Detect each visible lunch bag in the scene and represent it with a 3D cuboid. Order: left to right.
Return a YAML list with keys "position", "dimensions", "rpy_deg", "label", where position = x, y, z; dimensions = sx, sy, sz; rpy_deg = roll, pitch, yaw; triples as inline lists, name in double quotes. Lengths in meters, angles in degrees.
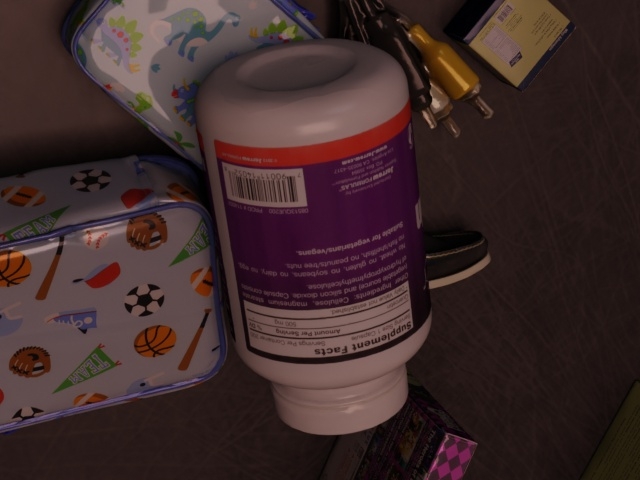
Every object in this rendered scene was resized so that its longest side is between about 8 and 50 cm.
- position: [-0.238, 0.057, 1.484]
  dimensions: [0.303, 0.115, 0.243]
  rpy_deg: [-11, 128, -12]
  label: "lunch bag"
- position: [-0.104, -0.172, 1.479]
  dimensions: [0.219, 0.090, 0.176]
  rpy_deg: [39, 94, -23]
  label: "lunch bag"

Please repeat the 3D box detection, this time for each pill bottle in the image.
- position: [0.000, 0.000, 1.430]
  dimensions: [0.181, 0.181, 0.323]
  rpy_deg: [-14, 117, -12]
  label: "pill bottle"

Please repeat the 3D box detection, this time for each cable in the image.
- position: [0.043, -0.211, 1.545]
  dimensions: [0.139, 0.072, 0.287]
  rpy_deg: [-23, 100, 19]
  label: "cable"

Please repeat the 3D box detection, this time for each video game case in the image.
- position: [0.054, 0.252, 1.594]
  dimensions: [0.042, 0.210, 0.232]
  rpy_deg: [19, 100, -21]
  label: "video game case"

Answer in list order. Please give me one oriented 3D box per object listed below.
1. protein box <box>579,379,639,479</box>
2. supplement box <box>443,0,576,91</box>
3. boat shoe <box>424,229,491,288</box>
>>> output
- position: [0.375, 0.288, 1.707]
  dimensions: [0.136, 0.201, 0.199]
  rpy_deg: [25, 98, -22]
  label: "protein box"
- position: [0.180, -0.202, 1.574]
  dimensions: [0.083, 0.056, 0.083]
  rpy_deg: [38, 93, -23]
  label: "supplement box"
- position: [0.054, 0.008, 1.587]
  dimensions: [0.233, 0.084, 0.079]
  rpy_deg: [-4, 108, -13]
  label: "boat shoe"
